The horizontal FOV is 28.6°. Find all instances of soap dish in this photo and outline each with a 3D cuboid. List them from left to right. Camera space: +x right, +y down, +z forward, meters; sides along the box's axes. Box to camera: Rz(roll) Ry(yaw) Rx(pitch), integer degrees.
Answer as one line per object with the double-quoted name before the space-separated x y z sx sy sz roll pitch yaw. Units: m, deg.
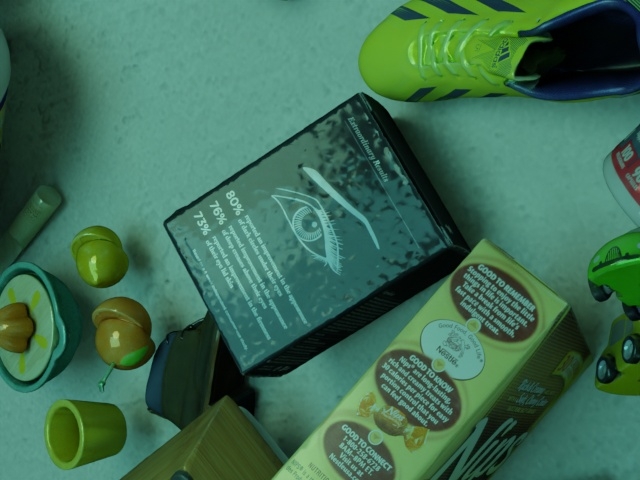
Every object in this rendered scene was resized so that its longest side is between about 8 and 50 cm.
"soap dish" -0.077 0.318 1.139 0.229 0.118 0.291 -40 85 32

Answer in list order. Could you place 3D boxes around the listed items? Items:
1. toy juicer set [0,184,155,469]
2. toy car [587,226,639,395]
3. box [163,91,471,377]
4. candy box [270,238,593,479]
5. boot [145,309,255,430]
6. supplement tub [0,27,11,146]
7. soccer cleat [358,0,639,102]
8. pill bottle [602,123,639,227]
"toy juicer set" -0.285 0.058 1.281 0.329 0.089 0.209 45 119 36
"toy car" 0.258 0.036 0.864 0.239 0.225 0.053 -21 56 35
"box" 0.000 0.000 1.054 0.207 0.108 0.153 -31 76 11
"candy box" 0.065 0.163 0.942 0.087 0.183 0.316 41 88 24
"boot" -0.115 0.091 1.197 0.106 0.082 0.219 17 106 30
"supplement tub" -0.448 -0.083 1.273 0.241 0.241 0.331 44 139 23
"soccer cleat" 0.141 -0.149 0.961 0.289 0.121 0.093 0 113 35
"pill bottle" 0.296 -0.078 0.876 0.180 0.108 0.108 -48 69 28
